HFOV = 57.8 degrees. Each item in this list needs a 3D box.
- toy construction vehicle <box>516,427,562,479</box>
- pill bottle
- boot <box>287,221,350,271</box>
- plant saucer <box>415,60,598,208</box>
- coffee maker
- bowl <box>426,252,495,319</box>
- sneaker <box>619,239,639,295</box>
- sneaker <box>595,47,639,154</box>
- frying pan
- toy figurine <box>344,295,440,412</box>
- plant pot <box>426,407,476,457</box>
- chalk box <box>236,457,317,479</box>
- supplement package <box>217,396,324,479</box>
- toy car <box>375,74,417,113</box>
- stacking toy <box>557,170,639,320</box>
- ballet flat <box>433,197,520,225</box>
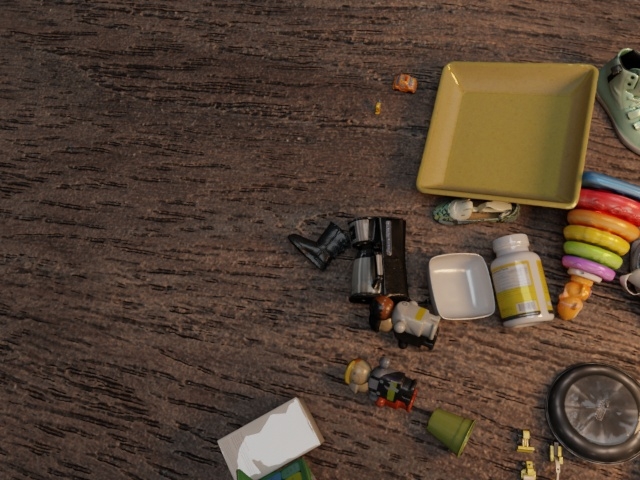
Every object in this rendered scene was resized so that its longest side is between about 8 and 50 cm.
[{"bbox_3d":[0.432,0.426,1.143,0.085,0.035,0.098,6,75,7],"label":"toy construction vehicle"},{"bbox_3d":[0.413,0.085,1.205,0.103,0.103,0.184,-8,74,3],"label":"pill bottle"},{"bbox_3d":[0.000,0.000,1.299,0.121,0.045,0.099,41,84,7],"label":"boot"},{"bbox_3d":[0.408,-0.227,1.276,0.332,0.081,0.333,9,75,23],"label":"plant saucer"},{"bbox_3d":[0.141,0.046,1.247,0.171,0.120,0.179,12,72,-34],"label":"coffee maker"},{"bbox_3d":[0.289,0.101,1.224,0.142,0.053,0.142,-3,73,-17],"label":"bowl"},{"bbox_3d":[0.779,0.016,1.171,0.210,0.137,0.366,37,84,11],"label":"sneaker"},{"bbox_3d":[0.701,-0.296,1.260,0.094,0.151,0.256,-31,75,-5],"label":"sneaker"},{"bbox_3d":[0.581,0.374,1.100,0.197,0.053,0.326,-39,57,-2],"label":"frying pan"},{"bbox_3d":[0.136,0.218,1.140,0.148,0.209,0.213,20,76,16],"label":"toy figurine"},{"bbox_3d":[0.256,0.376,1.158,0.079,0.083,0.083,24,78,25],"label":"plant pot"},{"bbox_3d":[-0.058,0.529,1.030,0.179,0.180,0.289,-29,102,-3],"label":"chalk box"},{"bbox_3d":[-0.096,0.402,1.164,0.179,0.105,0.105,-29,73,-2],"label":"supplement package"},{"bbox_3d":[0.182,-0.347,1.381,0.060,0.040,0.122,31,79,13],"label":"toy car"},{"bbox_3d":[0.560,0.024,1.197,0.165,0.175,0.302,20,89,4],"label":"stacking toy"},{"bbox_3d":[0.345,-0.071,1.276,0.188,0.070,0.070,-4,74,4],"label":"ballet flat"}]
